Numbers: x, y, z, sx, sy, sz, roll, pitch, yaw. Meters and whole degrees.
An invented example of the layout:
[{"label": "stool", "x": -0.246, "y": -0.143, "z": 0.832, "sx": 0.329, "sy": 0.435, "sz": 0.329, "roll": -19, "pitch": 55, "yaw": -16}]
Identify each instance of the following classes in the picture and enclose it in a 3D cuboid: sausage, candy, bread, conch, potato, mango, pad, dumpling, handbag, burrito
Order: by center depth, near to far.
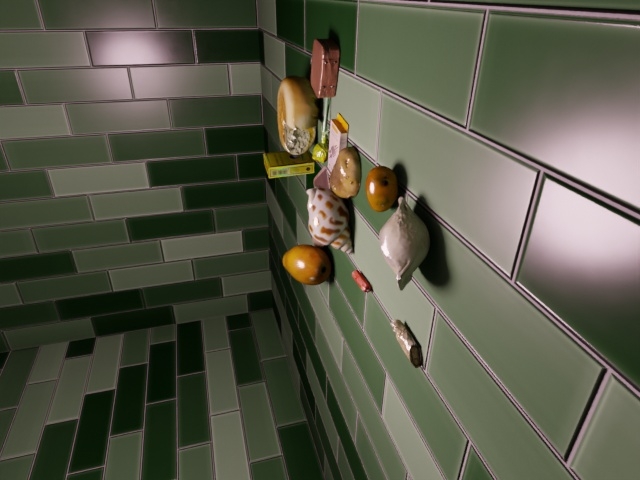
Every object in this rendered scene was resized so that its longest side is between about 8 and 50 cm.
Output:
[{"label": "dumpling", "x": 0.214, "y": 0.008, "z": 1.144, "sx": 0.215, "sy": 0.126, "sz": 0.166, "roll": 67, "pitch": -172, "yaw": 22}, {"label": "mango", "x": 0.171, "y": -0.137, "z": 1.269, "sx": 0.163, "sy": 0.090, "sz": 0.111, "roll": 84, "pitch": -179, "yaw": -49}, {"label": "burrito", "x": 0.245, "y": 0.288, "z": 1.282, "sx": 0.149, "sy": 0.041, "sz": 0.055, "roll": -117, "pitch": 11, "yaw": -45}, {"label": "potato", "x": 0.079, "y": -0.237, "z": 1.596, "sx": 0.200, "sy": 0.081, "sz": 0.164, "roll": 106, "pitch": 154, "yaw": -53}, {"label": "sausage", "x": 0.148, "y": 0.149, "z": 1.604, "sx": 0.129, "sy": 0.034, "sz": 0.034, "roll": -124, "pitch": 30, "yaw": -60}, {"label": "handbag", "x": 0.014, "y": -0.638, "z": 1.661, "sx": 0.193, "sy": 0.072, "sz": 0.151, "roll": 95, "pitch": 162, "yaw": -46}, {"label": "conch", "x": 0.042, "y": -0.071, "z": 1.693, "sx": 0.149, "sy": 0.183, "sz": 0.274, "roll": 9, "pitch": 126, "yaw": 47}, {"label": "candy", "x": 0.019, "y": -0.436, "z": 1.790, "sx": 0.077, "sy": 0.073, "sz": 0.261, "roll": 36, "pitch": 127, "yaw": 46}, {"label": "bread", "x": -0.095, "y": -0.546, "z": 1.954, "sx": 0.333, "sy": 0.160, "sz": 0.332, "roll": 174, "pitch": 90, "yaw": -74}, {"label": "pad", "x": 0.007, "y": -0.222, "z": 2.036, "sx": 0.266, "sy": 0.002, "sz": 0.175, "roll": 152, "pitch": 110, "yaw": -75}, {"label": "mango", "x": -0.069, "y": 0.110, "z": 2.082, "sx": 0.172, "sy": 0.211, "sz": 0.317, "roll": -65, "pitch": 22, "yaw": -9}]

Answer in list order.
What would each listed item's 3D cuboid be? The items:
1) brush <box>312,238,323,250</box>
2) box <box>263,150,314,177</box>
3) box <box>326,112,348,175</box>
[{"label": "brush", "x": 0.000, "y": 0.000, "z": 2.074, "sx": 0.327, "sy": 0.070, "sz": 0.065, "roll": 103, "pitch": -169, "yaw": -64}, {"label": "box", "x": -0.149, "y": -0.366, "z": 2.134, "sx": 0.140, "sy": 0.220, "sz": 0.064, "roll": -111, "pitch": 19, "yaw": -48}, {"label": "box", "x": 0.062, "y": -0.339, "z": 1.698, "sx": 0.129, "sy": 0.033, "sz": 0.247, "roll": -114, "pitch": 22, "yaw": -50}]
